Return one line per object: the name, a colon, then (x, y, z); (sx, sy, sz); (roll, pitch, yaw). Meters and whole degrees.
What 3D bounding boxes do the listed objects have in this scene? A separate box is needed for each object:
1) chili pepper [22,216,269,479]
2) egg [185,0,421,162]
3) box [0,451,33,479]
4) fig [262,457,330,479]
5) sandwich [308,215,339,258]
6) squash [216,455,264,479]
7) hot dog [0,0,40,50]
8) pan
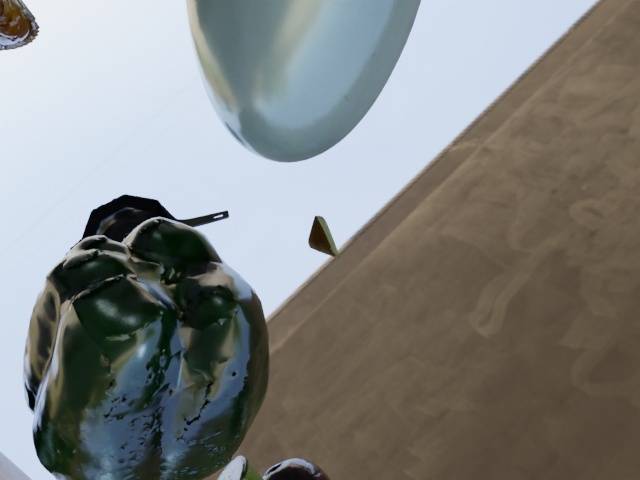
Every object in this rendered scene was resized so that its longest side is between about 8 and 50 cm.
chili pepper: (-0.181, 0.117, 0.612); (0.248, 0.257, 0.233); (39, -140, 26)
egg: (-0.012, -0.258, 0.552); (0.230, 0.229, 0.371); (20, -75, 50)
box: (-0.473, 0.324, 0.628); (0.274, 0.174, 0.076); (-51, 173, -15)
fig: (-0.049, 0.609, 1.429); (0.203, 0.186, 0.249); (-38, 171, 18)
sandwich: (0.000, 0.000, 1.048); (0.044, 0.031, 0.083); (-26, -102, 29)
squash: (-0.171, 0.556, 1.236); (0.170, 0.123, 0.170); (-48, -175, 6)
hot dog: (-0.344, -0.219, 0.536); (0.099, 0.192, 0.053); (-15, -102, 18)
pan: (-0.245, 0.004, 0.883); (0.201, 0.048, 0.128); (10, -113, 1)
